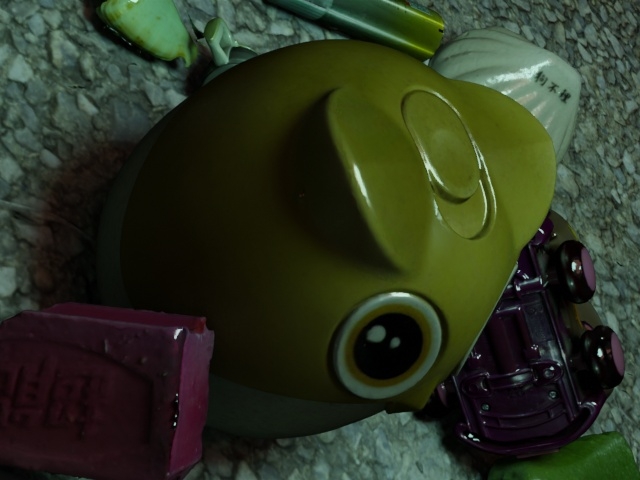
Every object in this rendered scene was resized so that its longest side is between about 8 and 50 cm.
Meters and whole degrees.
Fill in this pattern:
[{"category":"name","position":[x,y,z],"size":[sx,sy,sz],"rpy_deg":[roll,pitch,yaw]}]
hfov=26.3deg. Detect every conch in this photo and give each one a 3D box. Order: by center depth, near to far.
[{"category":"conch","position":[-0.212,-0.269,1.657],"size":[0.170,0.079,0.106],"rpy_deg":[47,58,-24]}]

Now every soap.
[{"category":"soap","position":[-0.234,0.143,1.292],"size":[0.099,0.250,0.162],"rpy_deg":[-17,111,-73]}]

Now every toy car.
[{"category":"toy car","position":[0.255,0.097,1.769],"size":[0.240,0.271,0.341],"rpy_deg":[-40,114,-63]}]

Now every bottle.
[{"category":"bottle","position":[0.049,-0.330,1.934],"size":[0.286,0.082,0.082],"rpy_deg":[16,58,-39]}]

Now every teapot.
[{"category":"teapot","position":[-0.103,-0.215,1.705],"size":[0.092,0.124,0.091],"rpy_deg":[3,39,-6]}]

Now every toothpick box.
[{"category":"toothpick box","position":[0.000,0.000,1.446],"size":[0.409,0.425,0.409],"rpy_deg":[22,53,-34]}]

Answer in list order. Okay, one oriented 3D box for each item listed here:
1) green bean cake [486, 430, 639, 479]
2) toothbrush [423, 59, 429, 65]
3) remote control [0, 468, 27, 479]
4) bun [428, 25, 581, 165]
[{"category":"green bean cake","position":[0.336,0.373,1.798],"size":[0.248,0.125,0.222],"rpy_deg":[4,64,-46]},{"category":"toothbrush","position":[0.139,-0.215,2.005],"size":[0.020,0.025,0.286],"rpy_deg":[38,48,-26]},{"category":"remote control","position":[-0.354,0.216,1.278],"size":[0.184,0.027,0.050],"rpy_deg":[29,51,-32]},{"category":"bun","position":[0.303,-0.219,2.055],"size":[0.263,0.175,0.263],"rpy_deg":[21,54,-33]}]
